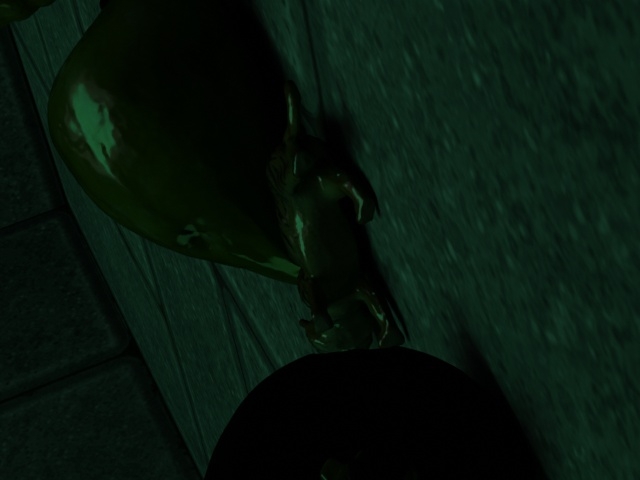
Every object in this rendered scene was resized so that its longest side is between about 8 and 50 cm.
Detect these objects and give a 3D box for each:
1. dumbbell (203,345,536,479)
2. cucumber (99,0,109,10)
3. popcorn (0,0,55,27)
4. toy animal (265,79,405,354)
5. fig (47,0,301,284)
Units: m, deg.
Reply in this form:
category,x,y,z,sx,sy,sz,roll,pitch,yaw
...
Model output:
category,x,y,z,sx,sy,sz,roll,pitch,yaw
dumbbell,0.023,0.195,0.970,0.388,0.185,0.185,94,152,-64
cucumber,-0.135,-0.140,1.420,0.058,0.058,0.187,117,132,-75
popcorn,-0.286,-0.312,1.410,0.259,0.212,0.259,167,90,-68
toy animal,0.000,0.000,1.038,0.099,0.057,0.241,-129,21,-57
fig,-0.103,-0.066,1.141,0.167,0.167,0.233,154,102,-78
